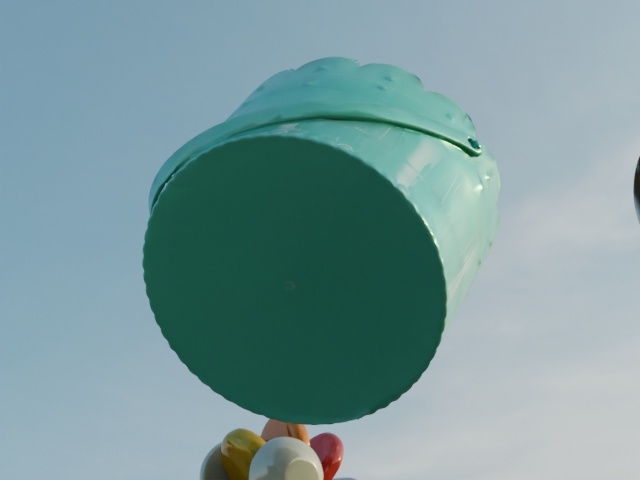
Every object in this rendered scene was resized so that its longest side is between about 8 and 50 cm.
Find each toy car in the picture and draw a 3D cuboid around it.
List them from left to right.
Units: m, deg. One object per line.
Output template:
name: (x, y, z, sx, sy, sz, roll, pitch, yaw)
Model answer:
toy car: (-0.023, 0.256, 1.049, 0.136, 0.182, 0.159, -24, 5, -35)

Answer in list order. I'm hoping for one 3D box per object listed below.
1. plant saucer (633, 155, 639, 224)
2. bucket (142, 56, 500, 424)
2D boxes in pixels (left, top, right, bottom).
plant saucer: (0.316, 0.001, 0.531, 0.311, 0.050, 0.310, 12, -32, 8)
bucket: (0.000, 0.000, 0.860, 0.281, 0.183, 0.281, 6, -67, 14)
